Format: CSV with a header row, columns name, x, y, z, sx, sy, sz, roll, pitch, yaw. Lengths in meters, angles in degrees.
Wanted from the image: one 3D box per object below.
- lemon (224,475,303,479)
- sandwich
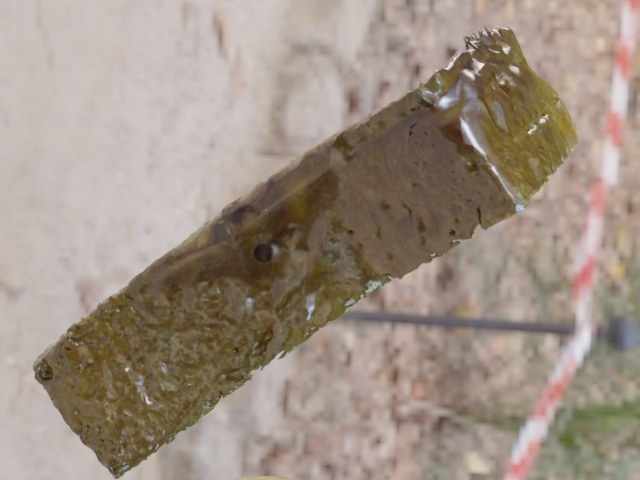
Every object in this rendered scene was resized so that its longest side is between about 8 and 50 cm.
name,x,y,z,sx,sy,sz,roll,pitch,yaw
lemon,-0.036,0.204,0.968,0.207,0.170,0.170,-26,121,-40
sandwich,0.000,0.000,0.802,0.065,0.214,0.186,55,17,0
